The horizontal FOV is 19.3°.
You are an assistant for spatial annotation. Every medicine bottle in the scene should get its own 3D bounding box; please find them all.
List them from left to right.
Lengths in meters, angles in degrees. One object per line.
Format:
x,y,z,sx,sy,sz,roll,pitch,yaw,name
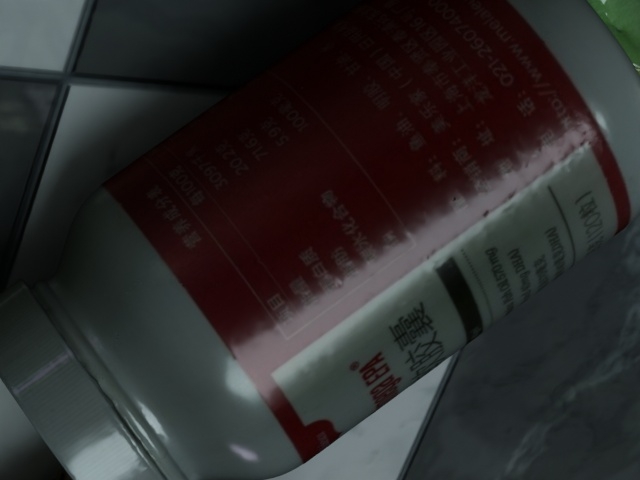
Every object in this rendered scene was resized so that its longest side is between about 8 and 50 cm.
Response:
0.000,0.000,0.711,0.250,0.131,0.131,-36,136,-7,medicine bottle

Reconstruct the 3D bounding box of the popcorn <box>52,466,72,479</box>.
-0.056,0.176,0.783,0.187,0.167,0.185,3,116,-41,popcorn

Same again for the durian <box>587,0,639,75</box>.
0.125,-0.110,0.735,0.086,0.100,0.215,-37,130,0,durian
